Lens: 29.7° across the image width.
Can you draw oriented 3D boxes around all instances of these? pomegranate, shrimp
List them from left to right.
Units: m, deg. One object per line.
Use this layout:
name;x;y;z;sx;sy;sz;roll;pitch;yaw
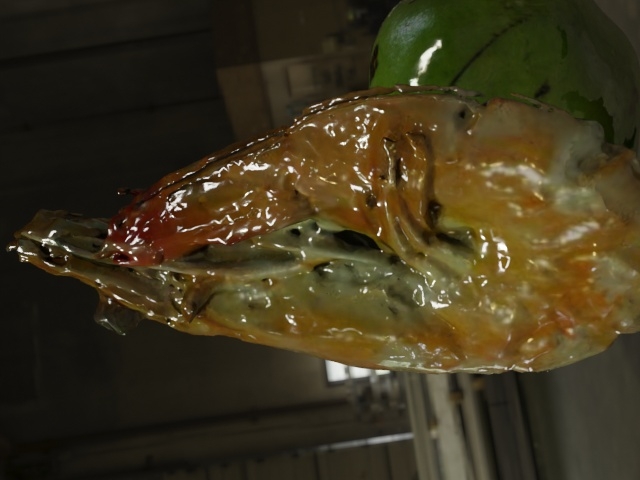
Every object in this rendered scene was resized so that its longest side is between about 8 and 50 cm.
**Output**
shrimp;0.000;-0.001;0.512;0.062;0.294;0.154;-81;-16;-46
pomegranate;0.154;-0.123;1.040;0.270;0.254;0.254;-85;-11;-52
